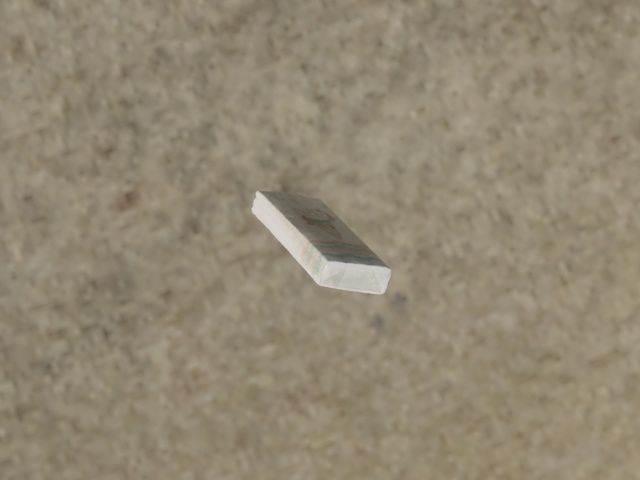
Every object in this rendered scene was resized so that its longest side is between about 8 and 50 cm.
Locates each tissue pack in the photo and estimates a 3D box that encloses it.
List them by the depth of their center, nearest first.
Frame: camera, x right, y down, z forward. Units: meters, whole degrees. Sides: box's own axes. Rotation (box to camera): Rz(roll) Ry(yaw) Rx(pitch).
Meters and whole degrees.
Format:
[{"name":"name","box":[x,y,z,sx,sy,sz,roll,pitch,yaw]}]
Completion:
[{"name":"tissue pack","box":[0.000,0.000,1.285,0.056,0.108,0.023,8,112,-35]}]
